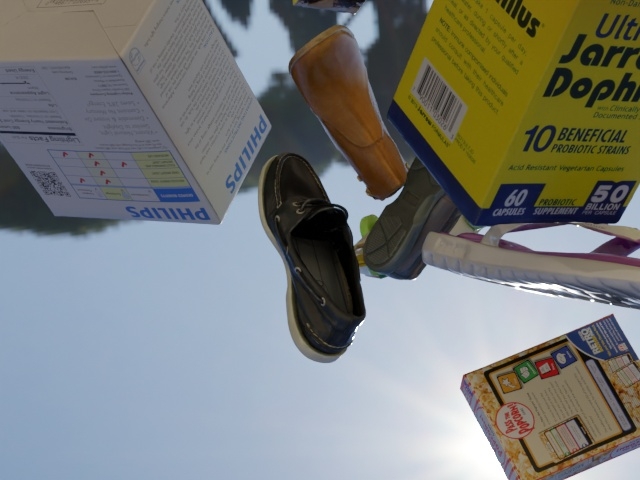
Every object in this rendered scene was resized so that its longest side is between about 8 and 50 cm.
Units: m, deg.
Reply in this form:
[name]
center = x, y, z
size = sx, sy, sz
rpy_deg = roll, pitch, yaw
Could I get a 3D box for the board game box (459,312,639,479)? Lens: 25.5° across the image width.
[board game box]
center = 0.275, 0.183, 1.584
size = 0.194, 0.045, 0.146
rpy_deg = -20, -117, -11

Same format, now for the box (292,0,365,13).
[box]
center = 0.048, -0.343, 1.603
size = 0.087, 0.058, 0.232
rpy_deg = 3, 155, -24

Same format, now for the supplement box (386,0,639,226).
[supplement box]
center = 0.240, -0.208, 1.360
size = 0.194, 0.356, 0.195
rpy_deg = -2, -140, -31

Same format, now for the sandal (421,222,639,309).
[sandal]
center = 0.261, 0.007, 1.535
size = 0.169, 0.102, 0.416
rpy_deg = 14, 176, -40

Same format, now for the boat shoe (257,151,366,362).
[boat shoe]
center = -0.004, 0.000, 2.014
size = 0.127, 0.113, 0.340
rpy_deg = 12, -127, -28

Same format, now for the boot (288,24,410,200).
[boot]
center = 0.057, -0.165, 1.943
size = 0.104, 0.211, 0.295
rpy_deg = -33, 169, -1

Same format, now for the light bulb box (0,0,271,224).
[light bulb box]
center = -0.328, -0.228, 2.246
size = 0.358, 0.361, 0.225
rpy_deg = 3, -129, 30

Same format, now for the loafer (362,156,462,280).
[loafer]
center = 0.161, -0.061, 1.888
size = 0.084, 0.267, 0.096
rpy_deg = 26, -164, -41

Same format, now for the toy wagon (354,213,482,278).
[toy wagon]
center = 0.147, -0.010, 2.214
size = 0.267, 0.068, 0.344
rpy_deg = -20, -168, 32
